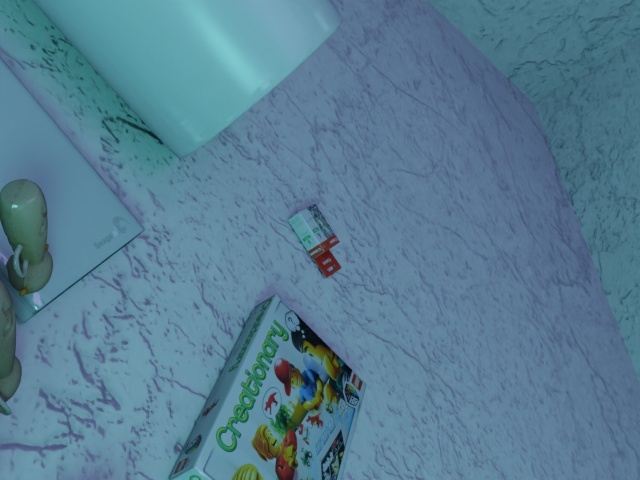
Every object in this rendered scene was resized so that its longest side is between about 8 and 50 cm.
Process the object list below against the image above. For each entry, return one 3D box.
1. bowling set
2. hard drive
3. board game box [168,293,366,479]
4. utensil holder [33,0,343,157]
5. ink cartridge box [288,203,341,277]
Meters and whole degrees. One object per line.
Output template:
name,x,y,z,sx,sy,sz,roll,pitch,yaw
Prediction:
bowling set,-0.339,0.078,0.607,0.199,0.154,0.287,9,47,-6
hard drive,-0.350,-0.084,0.804,0.307,0.040,0.203,51,31,-8
board game box,-0.048,0.229,0.919,0.193,0.053,0.305,46,32,-16
utensil holder,-0.201,-0.352,0.990,0.385,0.327,0.328,49,32,-15
ink cartridge box,0.000,0.000,1.222,0.115,0.029,0.063,57,30,1
